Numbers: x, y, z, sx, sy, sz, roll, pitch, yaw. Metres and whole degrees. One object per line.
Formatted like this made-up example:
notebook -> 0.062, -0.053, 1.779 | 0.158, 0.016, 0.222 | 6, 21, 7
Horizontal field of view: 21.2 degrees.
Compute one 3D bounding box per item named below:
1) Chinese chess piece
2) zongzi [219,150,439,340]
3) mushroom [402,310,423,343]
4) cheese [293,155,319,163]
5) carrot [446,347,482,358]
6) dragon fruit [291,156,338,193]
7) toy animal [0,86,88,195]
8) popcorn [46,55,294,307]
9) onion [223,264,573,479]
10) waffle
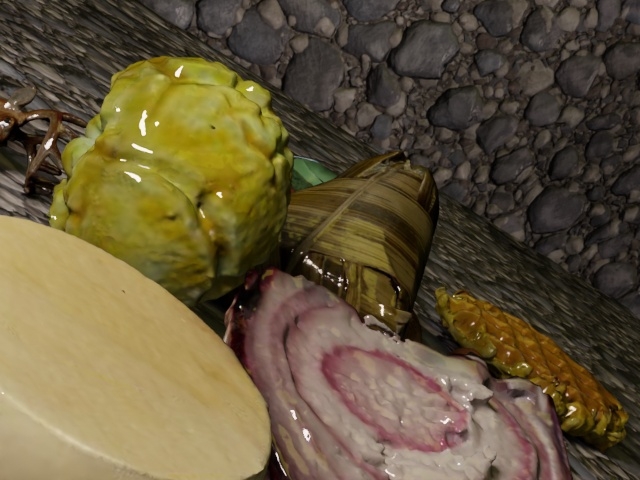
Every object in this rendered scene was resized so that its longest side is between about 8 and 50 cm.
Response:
Chinese chess piece -> -0.148, 0.092, 0.980 | 0.251, 0.097, 0.251 | 32, 20, -13
zongzi -> -0.029, -0.017, 1.754 | 0.288, 0.134, 0.286 | 20, 38, 0
mushroom -> 0.051, 0.088, 1.826 | 0.126, 0.085, 0.109 | 28, 10, 1
cheese -> -0.128, -0.108, 2.072 | 0.245, 0.052, 0.135 | 16, -19, -11
carrot -> 0.178, 0.190, 1.907 | 0.057, 0.057, 0.224 | 32, 15, -18
dragon fruit -> 0.000, 0.000, 1.987 | 0.295, 0.130, 0.268 | 23, 20, -53
toy animal -> -0.347, -0.157, 1.652 | 0.260, 0.087, 0.243 | 29, 13, -19
popcorn -> -0.125, -0.047, 1.481 | 0.204, 0.221, 0.184 | 41, -15, -14
onion -> 0.034, 0.178, 1.238 | 0.314, 0.146, 0.280 | 32, 34, -17
waffle -> 0.287, 0.170, 2.297 | 0.302, 0.068, 0.325 | 41, 12, 32
